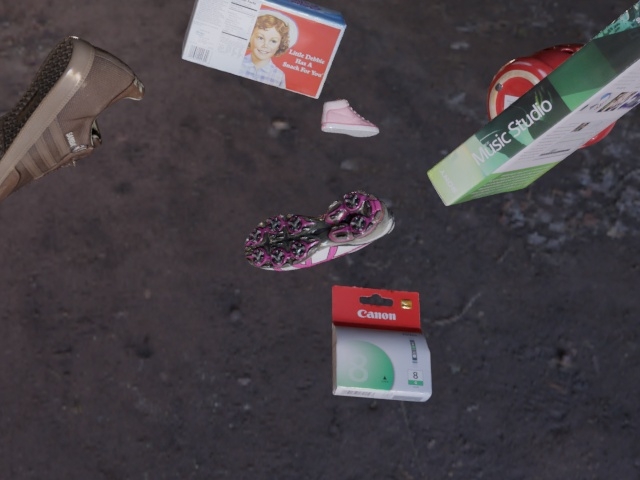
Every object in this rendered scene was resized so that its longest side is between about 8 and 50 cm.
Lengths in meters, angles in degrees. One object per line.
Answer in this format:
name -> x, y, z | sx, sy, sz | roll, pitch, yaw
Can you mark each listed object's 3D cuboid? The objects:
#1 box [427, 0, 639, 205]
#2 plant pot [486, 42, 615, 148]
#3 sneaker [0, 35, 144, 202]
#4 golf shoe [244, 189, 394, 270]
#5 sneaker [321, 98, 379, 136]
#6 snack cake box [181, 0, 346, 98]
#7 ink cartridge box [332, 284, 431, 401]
box -> 0.306, -0.161, 1.156 | 0.232, 0.322, 0.058 | -13, 67, -54
plant pot -> 0.406, -0.250, 1.695 | 0.174, 0.191, 0.191 | -13, 39, -38
sneaker -> -0.210, -0.074, 0.740 | 0.071, 0.188, 0.066 | 24, 41, -37
golf shoe -> 0.000, 0.000, 1.138 | 0.186, 0.086, 0.067 | -15, 68, 21
sneaker -> 0.060, -0.247, 1.901 | 0.134, 0.070, 0.051 | 4, -11, -33
snack cake box -> -0.104, -0.373, 1.731 | 0.264, 0.152, 0.089 | 15, 28, -15
ink cartridge box -> 0.113, 0.184, 1.792 | 0.181, 0.056, 0.224 | 6, 64, -11
